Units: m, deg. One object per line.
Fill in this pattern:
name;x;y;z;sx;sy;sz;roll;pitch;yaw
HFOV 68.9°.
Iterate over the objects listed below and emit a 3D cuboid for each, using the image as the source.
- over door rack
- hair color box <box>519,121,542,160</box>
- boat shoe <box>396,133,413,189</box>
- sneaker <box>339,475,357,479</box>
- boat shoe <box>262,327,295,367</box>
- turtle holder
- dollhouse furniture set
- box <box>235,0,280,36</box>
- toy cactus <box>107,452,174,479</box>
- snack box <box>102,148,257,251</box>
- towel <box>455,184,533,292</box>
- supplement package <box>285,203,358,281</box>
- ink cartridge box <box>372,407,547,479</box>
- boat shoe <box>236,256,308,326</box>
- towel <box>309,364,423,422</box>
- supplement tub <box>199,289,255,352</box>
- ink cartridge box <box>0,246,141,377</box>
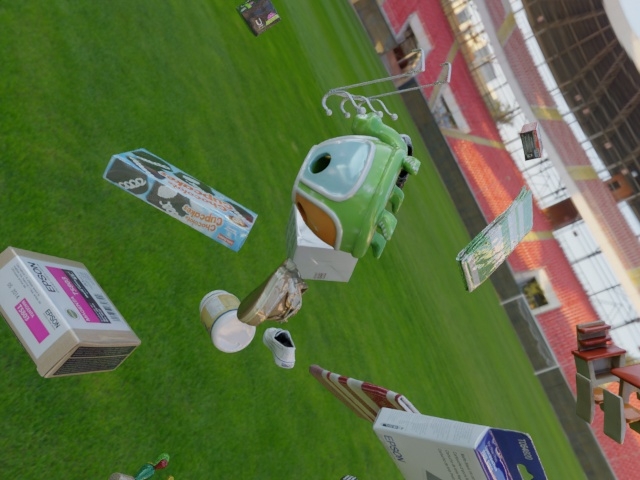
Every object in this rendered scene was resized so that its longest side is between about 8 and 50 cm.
over door rack;0.198;-0.423;1.354;0.239;0.324;0.108;-16;91;-56
hair color box;0.687;-0.324;1.515;0.167;0.053;0.093;-40;117;-55
boat shoe;0.251;-0.221;1.487;0.076;0.080;0.229;-105;-159;-51
sneaker;0.068;0.975;1.722;0.228;0.086;0.132;4;86;-52
boat shoe;-0.138;0.359;1.663;0.095;0.084;0.258;11;10;-26
turtle holder;0.078;-0.134;1.009;0.227;0.321;0.243;22;5;6
dollhouse furniture set;0.638;0.268;0.950;0.259;0.261;0.135;-141;-137;-79
box;-0.123;-0.445;0.917;0.052;0.062;0.083;53;4;-36
toy cactus;-0.448;0.618;1.131;0.219;0.112;0.181;-50;142;-27
snack box;-0.304;-0.098;1.072;0.321;0.060;0.187;30;13;-9
towel;0.564;0.006;1.496;0.038;0.325;0.248;39;-9;38
supplement package;0.000;0.000;1.437;0.194;0.149;0.203;6;44;-14
ink cartridge box;0.218;0.350;0.700;0.045;0.223;0.223;-54;125;-40
boat shoe;-0.090;0.128;1.080;0.110;0.121;0.341;47;15;-2
towel;0.139;0.405;1.154;0.237;0.328;0.037;47;63;-25
supplement tub;-0.311;0.259;1.530;0.144;0.144;0.199;51;-10;-34
ink cartridge box;-0.476;0.133;0.869;0.235;0.088;0.193;46;-1;15
